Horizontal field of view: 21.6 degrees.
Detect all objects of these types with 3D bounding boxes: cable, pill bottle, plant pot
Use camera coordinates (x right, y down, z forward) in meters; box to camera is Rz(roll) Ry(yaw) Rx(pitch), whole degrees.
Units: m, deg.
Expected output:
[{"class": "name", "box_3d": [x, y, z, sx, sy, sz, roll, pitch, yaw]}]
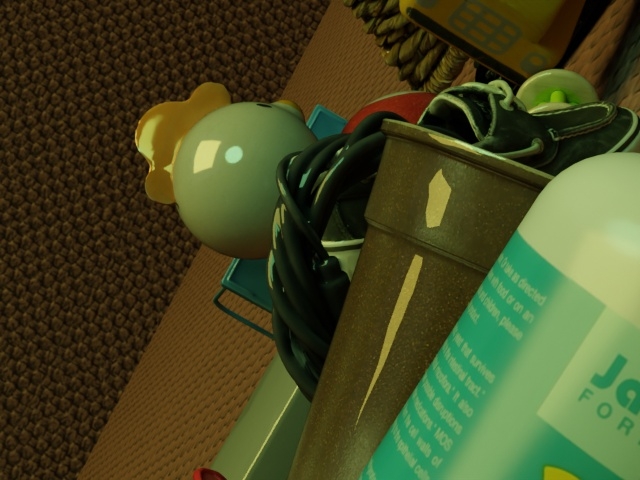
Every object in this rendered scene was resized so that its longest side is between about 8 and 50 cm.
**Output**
[{"class": "cable", "box_3d": [0.048, 0.026, 0.777, 0.150, 0.184, 0.047, -57, 11, -8]}, {"class": "pill bottle", "box_3d": [0.092, 0.077, 0.489, 0.264, 0.146, 0.146, -59, 9, 9]}, {"class": "plant pot", "box_3d": [0.071, 0.057, 0.684, 0.167, 0.167, 0.165, -142, 75, -81]}]

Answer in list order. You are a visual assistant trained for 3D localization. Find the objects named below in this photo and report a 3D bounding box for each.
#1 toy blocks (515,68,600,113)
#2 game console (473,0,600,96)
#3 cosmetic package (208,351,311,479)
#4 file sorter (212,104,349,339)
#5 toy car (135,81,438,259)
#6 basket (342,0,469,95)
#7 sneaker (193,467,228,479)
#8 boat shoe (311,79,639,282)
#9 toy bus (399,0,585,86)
[{"class": "toy blocks", "box_3d": [0.118, -0.021, 0.983, 0.123, 0.054, 0.148, -53, 12, 31]}, {"class": "game console", "box_3d": [0.213, -0.229, 1.167, 0.361, 0.044, 0.213, -56, 9, 27]}, {"class": "cosmetic package", "box_3d": [0.001, 0.150, 0.845, 0.238, 0.127, 0.107, -61, 10, 1]}, {"class": "file sorter", "box_3d": [0.000, 0.000, 1.380, 0.170, 0.118, 0.104, -62, 6, -17]}, {"class": "toy car", "box_3d": [-0.014, -0.048, 1.209, 0.210, 0.238, 0.219, -62, 9, -16]}, {"class": "basket", "box_3d": [0.157, -0.282, 1.337, 0.213, 0.223, 0.299, -3, 45, 48]}, {"class": "sneaker", "box_3d": [-0.043, 0.130, 0.631, 0.087, 0.128, 0.221, -40, -32, -17]}, {"class": "boat shoe", "box_3d": [0.085, -0.044, 0.857, 0.219, 0.070, 0.078, -22, 21, -33]}, {"class": "toy bus", "box_3d": [0.163, -0.261, 1.084, 0.130, 0.108, 0.332, -43, 19, 55]}]
